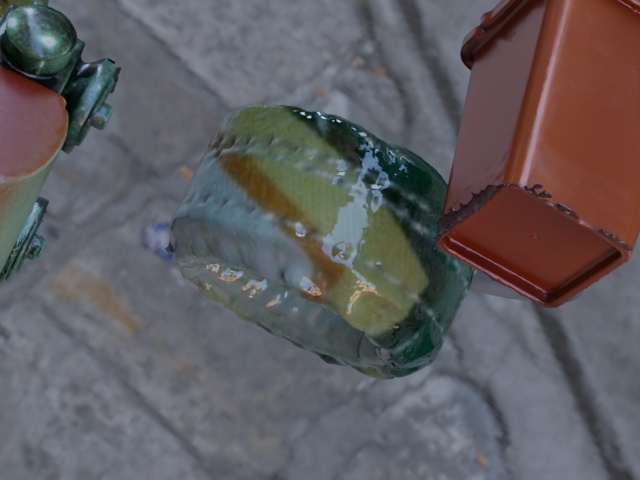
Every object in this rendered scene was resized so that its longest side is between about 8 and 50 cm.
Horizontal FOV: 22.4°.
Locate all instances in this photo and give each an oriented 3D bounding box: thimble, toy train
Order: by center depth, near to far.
[{"bbox_3d":[-0.226,-0.023,1.032,0.116,0.285,0.177,28,47,-9],"label":"toy train"},{"bbox_3d":[0.000,0.000,1.475,0.288,0.167,0.254,17,-19,37],"label":"thimble"}]

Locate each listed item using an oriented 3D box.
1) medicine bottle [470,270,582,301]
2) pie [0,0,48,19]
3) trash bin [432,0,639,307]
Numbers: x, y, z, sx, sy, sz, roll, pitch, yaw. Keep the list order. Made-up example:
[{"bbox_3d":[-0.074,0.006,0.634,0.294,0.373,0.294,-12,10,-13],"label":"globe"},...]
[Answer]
[{"bbox_3d":[0.229,-0.086,1.762,0.157,0.289,0.157,8,6,-1],"label":"medicine bottle"},{"bbox_3d":[-0.300,-0.127,1.448,0.071,0.306,0.306,10,42,-31],"label":"pie"},{"bbox_3d":[0.189,-0.088,1.203,0.161,0.184,0.239,29,54,-13],"label":"trash bin"}]
